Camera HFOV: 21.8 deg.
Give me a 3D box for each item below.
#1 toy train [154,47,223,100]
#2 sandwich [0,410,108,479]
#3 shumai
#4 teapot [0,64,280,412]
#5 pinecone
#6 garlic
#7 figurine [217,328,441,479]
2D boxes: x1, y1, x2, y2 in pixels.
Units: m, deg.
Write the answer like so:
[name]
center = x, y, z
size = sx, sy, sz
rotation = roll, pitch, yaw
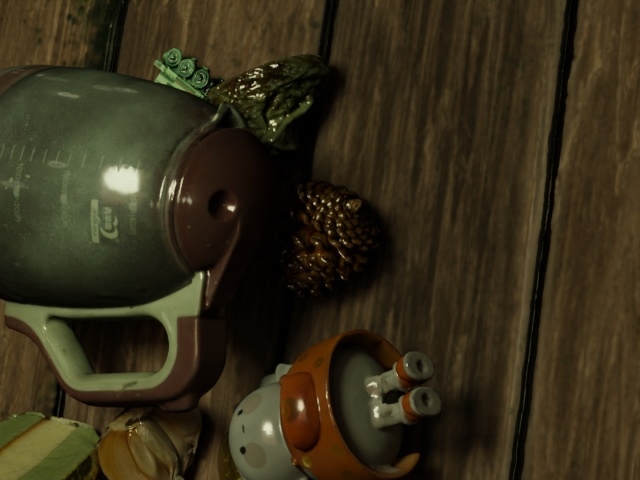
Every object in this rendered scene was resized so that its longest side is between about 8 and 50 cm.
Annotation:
[toy train]
center = -0.137, -0.158, 1.687
size = 0.083, 0.033, 0.053
rotation = 38, 100, 31
[sandwich]
center = -0.305, 0.311, 1.620
size = 0.155, 0.227, 0.198
rotation = 9, 117, 28
[shumai]
center = -0.043, -0.123, 1.601
size = 0.124, 0.099, 0.087
rotation = -21, 84, 24
[teapot]
center = -0.183, 0.000, 1.539
size = 0.312, 0.233, 0.315
rotation = 8, 91, 39
[pinecone]
center = 0.001, 0.001, 1.534
size = 0.102, 0.102, 0.109
rotation = 31, 97, 31
[garlic]
center = -0.158, 0.191, 1.585
size = 0.113, 0.074, 0.094
rotation = -38, 105, 14
[figurine]
center = 0.001, 0.166, 1.486
size = 0.271, 0.143, 0.143
rotation = -39, 57, 53
